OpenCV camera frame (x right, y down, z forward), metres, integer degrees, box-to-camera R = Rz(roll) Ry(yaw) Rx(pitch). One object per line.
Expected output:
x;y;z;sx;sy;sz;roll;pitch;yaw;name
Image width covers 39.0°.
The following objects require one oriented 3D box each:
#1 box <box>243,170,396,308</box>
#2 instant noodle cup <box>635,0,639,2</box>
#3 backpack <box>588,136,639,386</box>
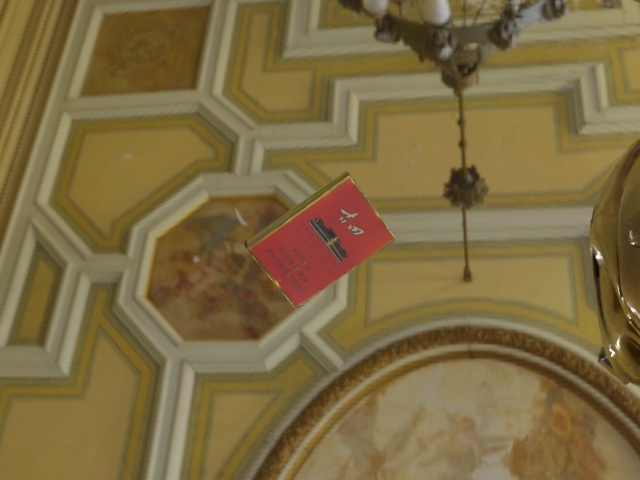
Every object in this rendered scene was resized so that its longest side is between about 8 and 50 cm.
0.000;0.000;0.945;0.133;0.090;0.023;-34;-157;4;box
0.243;-0.219;0.478;0.172;0.215;0.215;-11;-125;-9;instant noodle cup
0.445;0.014;0.940;0.354;0.201;0.378;8;-126;-9;backpack
